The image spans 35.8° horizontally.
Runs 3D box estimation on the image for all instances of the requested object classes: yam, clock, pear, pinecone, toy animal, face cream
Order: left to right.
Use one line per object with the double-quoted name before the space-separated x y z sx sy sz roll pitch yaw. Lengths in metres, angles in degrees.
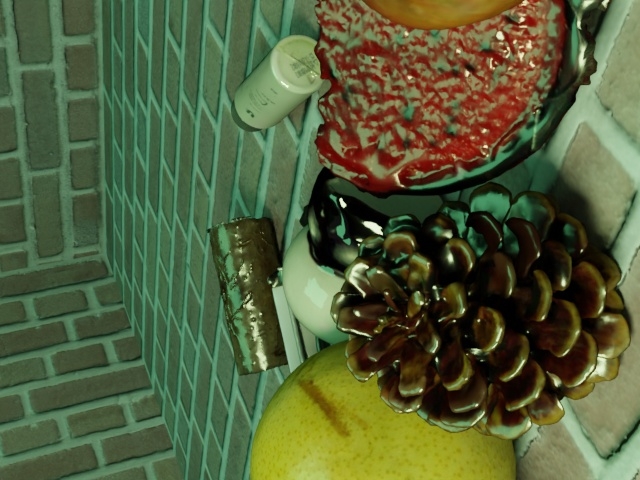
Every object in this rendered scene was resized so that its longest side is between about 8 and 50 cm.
"yam" -0.119 0.096 1.780 0.131 0.131 0.279 172 86 -69
"face cream" -0.078 -0.230 1.548 0.311 0.092 0.092 156 102 -70
"clock" 0.006 0.149 1.423 0.186 0.083 0.253 -9 -94 -76
"toy animal" 0.047 0.020 1.215 0.187 0.165 0.235 55 140 41
"pear" 0.069 0.251 1.101 0.314 0.315 0.314 169 90 -69
"pinecone" 0.133 0.060 0.900 0.246 0.292 0.246 -5 83 39

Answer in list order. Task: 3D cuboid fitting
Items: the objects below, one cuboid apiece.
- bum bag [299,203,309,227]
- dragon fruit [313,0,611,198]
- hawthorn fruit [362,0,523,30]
"bum bag" -0.001 0.000 1.544 0.058 0.034 0.124 -44 59 50
"dragon fruit" 0.122 -0.183 0.877 0.282 0.100 0.343 27 128 30
"hawthorn fruit" 0.060 -0.281 0.547 0.298 0.277 0.277 -46 53 30
